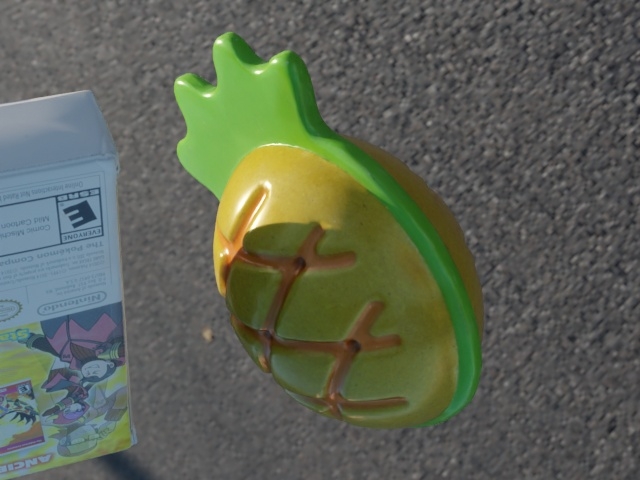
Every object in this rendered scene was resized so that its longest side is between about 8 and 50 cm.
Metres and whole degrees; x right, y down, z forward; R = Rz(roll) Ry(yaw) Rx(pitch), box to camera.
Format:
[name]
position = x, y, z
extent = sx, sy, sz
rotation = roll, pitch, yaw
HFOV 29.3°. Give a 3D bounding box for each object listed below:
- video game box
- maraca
[video game box]
position = -0.179, 0.039, 0.487
extent = 0.187, 0.205, 0.048
rotation = 96, 156, -43
[maraca]
position = 0.000, 0.000, 0.518
extent = 0.185, 0.099, 0.127
rotation = 57, 142, -2
